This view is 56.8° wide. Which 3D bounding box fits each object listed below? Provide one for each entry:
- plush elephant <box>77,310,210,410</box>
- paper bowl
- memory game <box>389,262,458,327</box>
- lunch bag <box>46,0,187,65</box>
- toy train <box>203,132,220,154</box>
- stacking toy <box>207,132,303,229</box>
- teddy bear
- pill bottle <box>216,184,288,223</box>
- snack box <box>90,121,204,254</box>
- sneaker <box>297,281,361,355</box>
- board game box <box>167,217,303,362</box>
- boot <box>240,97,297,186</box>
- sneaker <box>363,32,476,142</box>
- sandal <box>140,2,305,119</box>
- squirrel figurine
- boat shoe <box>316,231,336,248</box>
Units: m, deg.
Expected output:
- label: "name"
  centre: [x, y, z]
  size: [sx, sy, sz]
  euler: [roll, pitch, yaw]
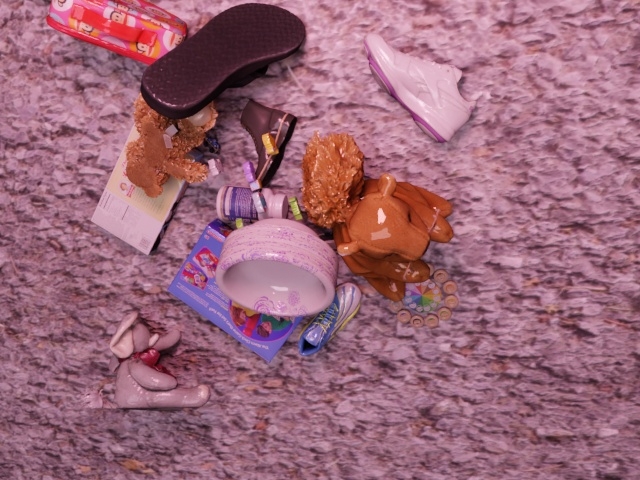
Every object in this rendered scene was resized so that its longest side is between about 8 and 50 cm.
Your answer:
- label: "plush elephant"
  centre: [-0.492, 0.341, 1.660]
  size: [0.330, 0.272, 0.255]
  euler: [7, 70, -23]
- label: "paper bowl"
  centre: [-0.097, 0.057, 1.411]
  size: [0.284, 0.148, 0.284]
  euler: [6, 144, 4]
- label: "memory game"
  centre: [0.267, 0.145, 1.545]
  size: [0.186, 0.012, 0.186]
  euler: [3, 107, 11]
- label: "lunch bag"
  centre: [-0.451, -0.491, 1.339]
  size: [0.293, 0.258, 0.120]
  euler: [17, 112, -20]
- label: "toy train"
  centre: [-0.313, -0.285, 1.530]
  size: [0.036, 0.027, 0.158]
  euler: [-43, 94, 9]
- label: "stacking toy"
  centre: [-0.158, -0.128, 1.438]
  size: [0.167, 0.052, 0.221]
  euler: [-19, 95, 13]
- label: "teddy bear"
  centre: [-0.352, -0.252, 1.403]
  size: [0.245, 0.113, 0.338]
  euler: [29, 129, 9]
- label: "pill bottle"
  centre: [-0.173, -0.091, 1.522]
  size: [0.170, 0.094, 0.094]
  euler: [6, 108, 10]
- label: "snack box"
  centre: [-0.466, -0.141, 1.586]
  size: [0.187, 0.060, 0.321]
  euler: [32, 110, 0]
- label: "sneaker"
  centre: [0.021, 0.221, 1.559]
  size: [0.091, 0.126, 0.240]
  euler: [36, 111, -1]
- label: "board game box"
  centre: [-0.209, 0.137, 1.607]
  size: [0.347, 0.078, 0.233]
  euler: [36, 110, -1]
- label: "boot"
  centre: [-0.158, -0.247, 1.491]
  size: [0.137, 0.077, 0.197]
  euler: [27, 98, 8]
- label: "sneaker"
  centre: [0.227, -0.373, 1.361]
  size: [0.152, 0.114, 0.305]
  euler: [-44, 98, 6]
- label: "sandal"
  centre: [-0.215, -0.400, 1.315]
  size: [0.167, 0.446, 0.107]
  euler: [45, 148, 6]
- label: "squirrel figurine"
  centre: [0.094, -0.054, 1.317]
  size: [0.397, 0.370, 0.281]
  euler: [37, 98, 9]
- label: "boat shoe"
  centre: [0.000, 0.000, 1.544]
  size: [0.125, 0.038, 0.046]
  euler: [-7, 147, 19]
